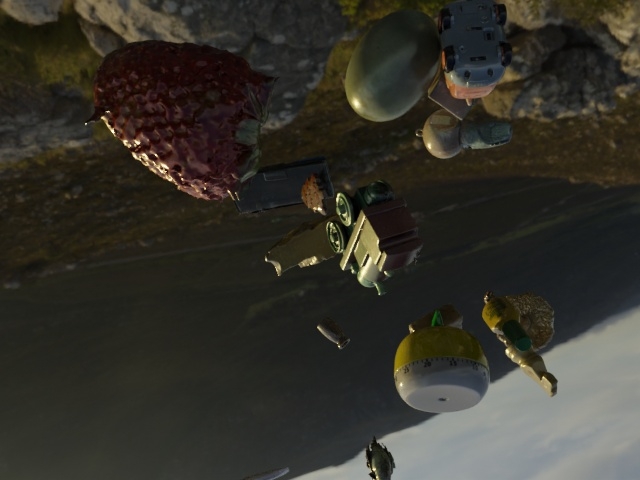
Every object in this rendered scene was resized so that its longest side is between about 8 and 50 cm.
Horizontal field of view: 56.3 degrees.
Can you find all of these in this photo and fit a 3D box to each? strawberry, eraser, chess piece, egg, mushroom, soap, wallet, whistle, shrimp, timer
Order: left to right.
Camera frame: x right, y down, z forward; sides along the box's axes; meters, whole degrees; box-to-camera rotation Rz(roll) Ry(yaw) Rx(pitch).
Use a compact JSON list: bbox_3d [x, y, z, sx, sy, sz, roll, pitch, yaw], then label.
[{"bbox_3d":[-0.264,-0.221,1.097,0.343,0.292,0.292,10,164,-5],"label":"strawberry"},{"bbox_3d":[-0.122,-0.169,1.860,0.316,0.044,0.169,-10,136,7],"label":"wallet"},{"bbox_3d":[0.000,0.000,2.275,0.338,0.169,0.304,-19,-164,48],"label":"soap"},{"bbox_3d":[0.185,0.678,1.856,0.090,0.079,0.233,2,-160,-4],"label":"shrimp"},{"bbox_3d":[0.223,-0.529,1.821,0.352,0.258,0.258,-52,162,4],"label":"egg"},{"bbox_3d":[0.337,0.322,1.692,0.285,0.285,0.285,-17,167,-4],"label":"timer"},{"bbox_3d":[0.435,-0.504,1.977,0.078,0.144,0.343,-54,-174,29],"label":"eraser"},{"bbox_3d":[0.522,-0.383,2.187,0.347,0.189,0.189,6,175,20],"label":"whistle"},{"bbox_3d":[0.717,0.312,2.258,0.301,0.233,0.208,-1,157,-23],"label":"mushroom"},{"bbox_3d":[0.718,0.425,1.998,0.090,0.200,0.090,-20,139,-18],"label":"chess piece"}]

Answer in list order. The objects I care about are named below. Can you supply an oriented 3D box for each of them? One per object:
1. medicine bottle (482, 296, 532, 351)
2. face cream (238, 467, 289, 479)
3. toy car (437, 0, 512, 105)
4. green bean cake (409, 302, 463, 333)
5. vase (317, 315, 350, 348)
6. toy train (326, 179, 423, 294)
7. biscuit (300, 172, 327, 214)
[{"bbox_3d":[0.522,0.233,1.666,0.095,0.064,0.260,-42,-168,10],"label":"medicine bottle"},{"bbox_3d":[-0.120,0.498,1.254,0.115,0.020,0.038,-12,147,-9],"label":"face cream"},{"bbox_3d":[0.422,-0.529,1.688,0.180,0.271,0.212,-3,162,4],"label":"toy car"},{"bbox_3d":[0.399,0.303,2.068,0.179,0.085,0.109,-26,143,-13],"label":"green bean cake"},{"bbox_3d":[0.042,0.287,1.855,0.053,0.100,0.053,-38,156,-20],"label":"vase"},{"bbox_3d":[0.126,-0.002,1.449,0.150,0.222,0.304,-17,155,-18],"label":"toy train"},{"bbox_3d":[-0.021,-0.124,1.656,0.019,0.120,0.130,-18,-173,-28],"label":"biscuit"}]
